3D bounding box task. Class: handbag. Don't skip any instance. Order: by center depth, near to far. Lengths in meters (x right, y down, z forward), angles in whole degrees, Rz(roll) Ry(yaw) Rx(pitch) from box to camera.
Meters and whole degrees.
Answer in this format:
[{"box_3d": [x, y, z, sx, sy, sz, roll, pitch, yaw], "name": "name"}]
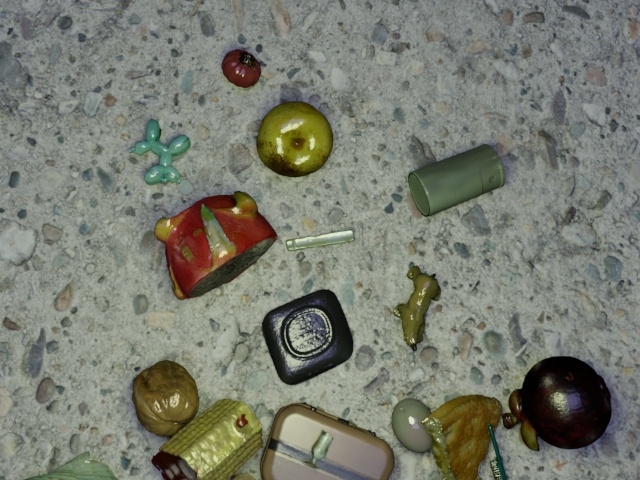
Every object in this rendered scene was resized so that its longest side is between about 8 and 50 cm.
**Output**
[{"box_3d": [0.000, 0.551, 1.663, 0.302, 0.149, 0.283, 24, 79, -2], "name": "handbag"}]

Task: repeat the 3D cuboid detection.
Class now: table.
[{"box_3d": [0.352, -0.157, 1.845, 0.220, 0.126, 0.126, -22, 81, -9], "name": "table"}]

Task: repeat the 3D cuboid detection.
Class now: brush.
[{"box_3d": [0.424, 0.530, 1.728, 0.032, 0.043, 0.193, -17, 103, 10], "name": "brush"}, {"box_3d": [0.000, 0.000, 1.835, 0.178, 0.030, 0.033, -9, 87, 4], "name": "brush"}]

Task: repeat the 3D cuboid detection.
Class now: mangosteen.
[{"box_3d": [0.564, 0.400, 1.716, 0.265, 0.228, 0.228, -27, 81, 22], "name": "mangosteen"}]

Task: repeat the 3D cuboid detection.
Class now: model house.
[{"box_3d": [-0.245, 0.465, 1.578, 0.196, 0.254, 0.160, -35, 78, -35], "name": "model house"}]

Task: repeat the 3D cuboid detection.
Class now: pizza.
[{"box_3d": [0.324, 0.514, 1.705, 0.280, 0.075, 0.288, 9, 90, -43], "name": "pizza"}]

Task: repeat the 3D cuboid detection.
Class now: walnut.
[{"box_3d": [-0.365, 0.363, 1.661, 0.155, 0.155, 0.184, -29, 39, -10], "name": "walnut"}]

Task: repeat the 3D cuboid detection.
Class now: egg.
[{"box_3d": [0.227, 0.450, 1.722, 0.103, 0.103, 0.135, -22, 85, -9], "name": "egg"}]

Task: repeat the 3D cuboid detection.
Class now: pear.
[{"box_3d": [-0.067, -0.259, 1.805, 0.197, 0.197, 0.197, 1, 78, -5], "name": "pear"}]

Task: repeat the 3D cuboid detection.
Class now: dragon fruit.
[{"box_3d": [-0.251, -0.006, 1.692, 0.290, 0.290, 0.189, -30, 81, -10], "name": "dragon fruit"}]

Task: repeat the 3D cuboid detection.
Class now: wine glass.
[{"box_3d": [-0.004, 0.468, 1.590, 0.039, 0.042, 0.083, 40, 70, -35], "name": "wine glass"}]

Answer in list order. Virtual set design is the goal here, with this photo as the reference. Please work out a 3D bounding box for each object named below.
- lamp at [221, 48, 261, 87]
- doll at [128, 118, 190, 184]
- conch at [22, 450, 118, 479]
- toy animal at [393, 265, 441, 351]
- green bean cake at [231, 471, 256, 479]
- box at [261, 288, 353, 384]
[{"box_3d": [-0.209, -0.454, 1.875, 0.107, 0.092, 0.107, 19, 49, -24], "name": "lamp"}, {"box_3d": [-0.408, -0.216, 1.826, 0.159, 0.059, 0.158, 33, 76, 1], "name": "doll"}, {"box_3d": [-0.587, 0.642, 1.564, 0.303, 0.215, 0.319, 37, 79, -8], "name": "conch"}, {"box_3d": [0.245, 0.170, 1.782, 0.103, 0.101, 0.219, 24, 78, -1], "name": "toy animal"}, {"box_3d": [-0.147, 0.610, 1.567, 0.179, 0.085, 0.109, 34, 33, 20], "name": "green bean cake"}, {"box_3d": [-0.030, 0.239, 1.774, 0.212, 0.042, 0.201, -21, 79, -9], "name": "box"}]
